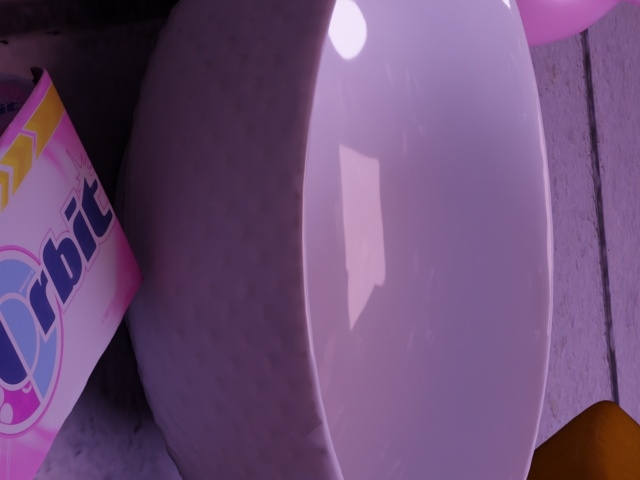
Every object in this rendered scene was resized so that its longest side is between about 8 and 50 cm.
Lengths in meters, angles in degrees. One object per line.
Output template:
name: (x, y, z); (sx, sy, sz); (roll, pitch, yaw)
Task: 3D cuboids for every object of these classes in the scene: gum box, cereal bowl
gum box: (-0.138, 0.028, 0.713); (0.188, 0.062, 0.107); (-65, 145, -45)
cereal bowl: (0.000, 0.000, 0.930); (0.339, 0.141, 0.339); (-2, 90, -65)

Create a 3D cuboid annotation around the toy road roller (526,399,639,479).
toy road roller: (0.199, 0.258, 1.237); (0.240, 0.202, 0.329); (42, 35, 0)

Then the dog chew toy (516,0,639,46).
dog chew toy: (0.190, -0.221, 1.138); (0.206, 0.332, 0.206); (-2, 90, -67)
